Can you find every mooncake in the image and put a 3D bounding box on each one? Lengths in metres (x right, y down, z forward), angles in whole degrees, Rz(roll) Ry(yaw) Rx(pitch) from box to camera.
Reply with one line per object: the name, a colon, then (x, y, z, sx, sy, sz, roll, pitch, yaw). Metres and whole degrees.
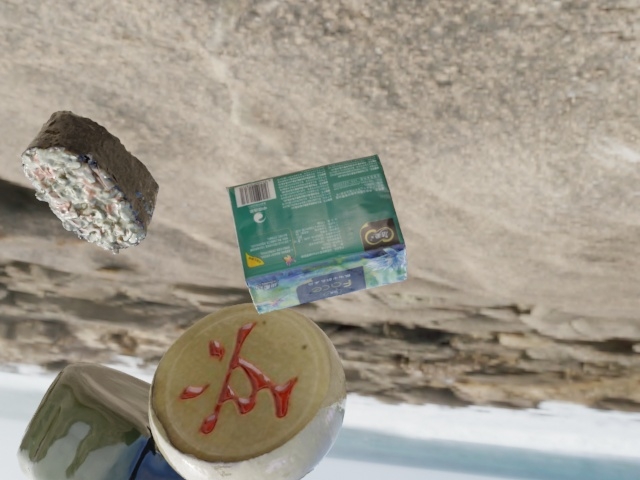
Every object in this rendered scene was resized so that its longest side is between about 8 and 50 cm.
mooncake: (-0.302, 0.342, 1.318, 0.351, 0.187, 0.351, 29, 179, 1)

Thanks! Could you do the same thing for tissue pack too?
tissue pack: (-0.001, 0.001, 0.597, 0.111, 0.085, 0.079, -13, 150, 0)

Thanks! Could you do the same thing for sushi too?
sushi: (-0.226, -0.056, 0.832, 0.090, 0.078, 0.150, -10, 135, 25)

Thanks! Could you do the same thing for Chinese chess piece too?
Chinese chess piece: (-0.090, 0.197, 1.047, 0.249, 0.250, 0.103, 2, 140, 17)
